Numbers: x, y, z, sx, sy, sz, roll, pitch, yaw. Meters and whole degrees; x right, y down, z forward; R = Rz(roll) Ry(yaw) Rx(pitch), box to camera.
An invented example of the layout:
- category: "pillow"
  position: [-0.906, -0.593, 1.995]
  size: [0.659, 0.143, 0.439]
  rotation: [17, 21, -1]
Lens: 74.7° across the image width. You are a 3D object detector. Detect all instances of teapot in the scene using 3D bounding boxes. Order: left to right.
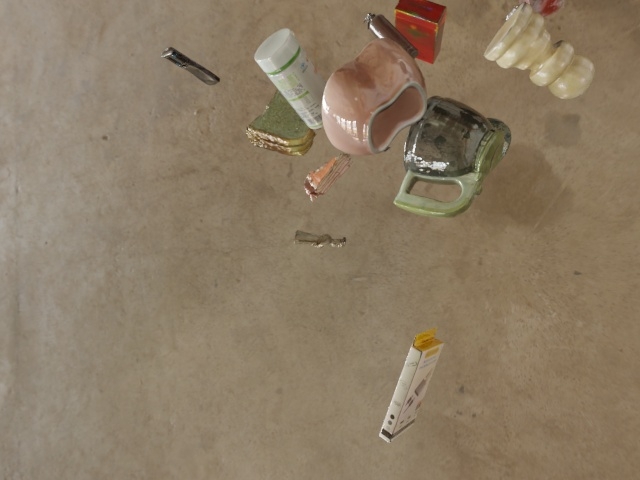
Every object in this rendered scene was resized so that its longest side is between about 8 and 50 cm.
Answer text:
- category: "teapot"
  position: [0.359, -0.238, 1.164]
  size: [0.239, 0.239, 0.321]
  rotation: [27, 61, 32]

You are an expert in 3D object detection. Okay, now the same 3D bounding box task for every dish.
- category: "dish"
  position: [0.111, -0.235, 0.746]
  size: [0.213, 0.213, 0.090]
  rotation: [-51, 55, 14]

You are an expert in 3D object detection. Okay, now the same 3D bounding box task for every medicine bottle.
- category: "medicine bottle"
  position: [-0.041, -0.314, 0.831]
  size: [0.086, 0.183, 0.086]
  rotation: [-21, 48, 25]

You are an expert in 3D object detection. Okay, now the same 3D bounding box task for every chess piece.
- category: "chess piece"
  position: [0.557, -0.454, 1.038]
  size: [0.261, 0.143, 0.142]
  rotation: [32, 101, -3]

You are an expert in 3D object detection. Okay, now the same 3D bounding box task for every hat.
- category: "hat"
  position: [0.539, -0.356, 1.501]
  size: [0.266, 0.265, 0.128]
  rotation: [-29, 45, 20]

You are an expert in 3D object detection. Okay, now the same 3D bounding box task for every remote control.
- category: "remote control"
  position: [-0.431, -0.580, 1.409]
  size: [0.059, 0.212, 0.028]
  rotation: [-8, 75, 34]

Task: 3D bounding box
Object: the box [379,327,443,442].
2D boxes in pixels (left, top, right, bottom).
- category: "box"
  position: [0.209, 0.319, 0.935]
  size: [0.033, 0.129, 0.247]
  rotation: [24, 103, 35]

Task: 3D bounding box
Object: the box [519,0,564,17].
- category: "box"
  position: [0.643, -0.731, 1.225]
  size: [0.111, 0.156, 0.060]
  rotation: [-24, 34, 4]

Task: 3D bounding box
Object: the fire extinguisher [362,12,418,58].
- category: "fire extinguisher"
  position: [0.252, -0.764, 1.575]
  size: [0.072, 0.089, 0.267]
  rotation: [-35, 77, -14]

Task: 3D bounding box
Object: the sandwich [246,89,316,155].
- category: "sandwich"
  position: [-0.118, -0.453, 1.625]
  size: [0.249, 0.095, 0.273]
  rotation: [19, 58, 14]

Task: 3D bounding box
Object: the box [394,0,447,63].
- category: "box"
  position: [0.431, -0.918, 1.832]
  size: [0.197, 0.313, 0.089]
  rotation: [27, 90, 13]

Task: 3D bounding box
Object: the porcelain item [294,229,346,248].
- category: "porcelain item"
  position: [0.000, 0.000, 1.751]
  size: [0.213, 0.084, 0.054]
  rotation: [8, 128, 3]

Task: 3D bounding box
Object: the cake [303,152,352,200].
- category: "cake"
  position: [0.031, -0.320, 1.983]
  size: [0.287, 0.098, 0.135]
  rotation: [-39, 41, 18]
